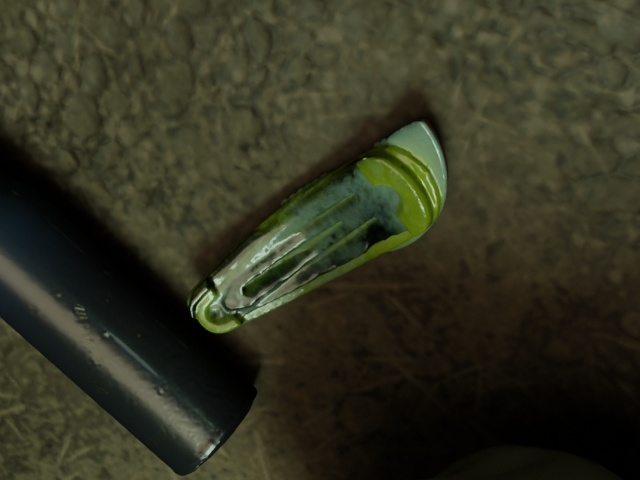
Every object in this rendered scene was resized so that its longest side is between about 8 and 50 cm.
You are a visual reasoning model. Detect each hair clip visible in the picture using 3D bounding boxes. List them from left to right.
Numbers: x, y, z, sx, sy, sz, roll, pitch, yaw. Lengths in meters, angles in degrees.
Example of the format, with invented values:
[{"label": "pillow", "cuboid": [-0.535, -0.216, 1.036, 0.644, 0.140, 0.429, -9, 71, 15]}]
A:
[{"label": "hair clip", "cuboid": [0.000, 0.000, 0.613, 0.188, 0.033, 0.060, -33, 103, 25]}]

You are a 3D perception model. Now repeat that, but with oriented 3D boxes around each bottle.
[{"label": "bottle", "cuboid": [-0.150, 0.039, 0.652, 0.244, 0.082, 0.072, 44, 121, -4]}]

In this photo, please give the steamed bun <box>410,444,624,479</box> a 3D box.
[{"label": "steamed bun", "cuboid": [0.157, 0.261, 0.560, 0.368, 0.255, 0.342, 30, 138, 33]}]
